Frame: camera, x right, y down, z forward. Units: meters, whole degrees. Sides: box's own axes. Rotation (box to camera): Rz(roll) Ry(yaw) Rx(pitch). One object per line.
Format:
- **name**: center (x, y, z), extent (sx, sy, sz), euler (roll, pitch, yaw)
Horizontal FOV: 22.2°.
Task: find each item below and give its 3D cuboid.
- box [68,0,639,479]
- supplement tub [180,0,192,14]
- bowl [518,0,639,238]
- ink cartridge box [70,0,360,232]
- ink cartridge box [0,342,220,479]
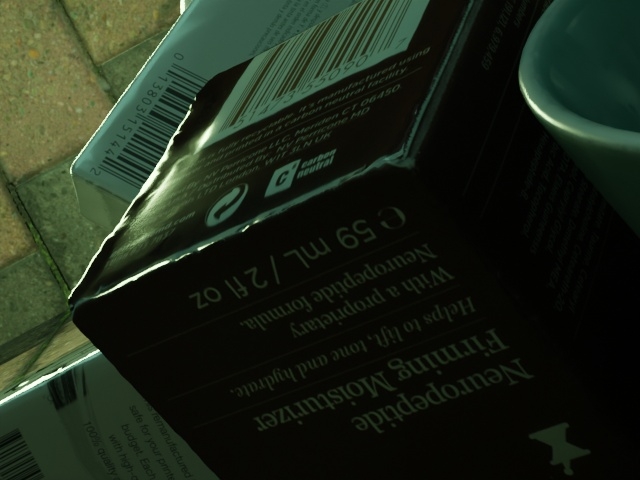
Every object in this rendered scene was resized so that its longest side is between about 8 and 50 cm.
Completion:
- **box**: center (0.048, 0.021, 0.648), extent (0.168, 0.203, 0.167), euler (-24, 26, 35)
- **supplement tub**: center (0.059, -0.131, 1.274), extent (0.228, 0.316, 0.228), euler (-15, 54, 21)
- **bowl**: center (0.235, -0.037, 0.507), extent (0.311, 0.163, 0.311), euler (-22, 20, 8)
- **ink cartridge box**: center (0.037, -0.084, 0.994), extent (0.296, 0.261, 0.066), euler (-57, -13, -23)
- **ink cartridge box**: center (-0.102, 0.129, 0.850), extent (0.203, 0.148, 0.086), euler (-28, 4, -3)
